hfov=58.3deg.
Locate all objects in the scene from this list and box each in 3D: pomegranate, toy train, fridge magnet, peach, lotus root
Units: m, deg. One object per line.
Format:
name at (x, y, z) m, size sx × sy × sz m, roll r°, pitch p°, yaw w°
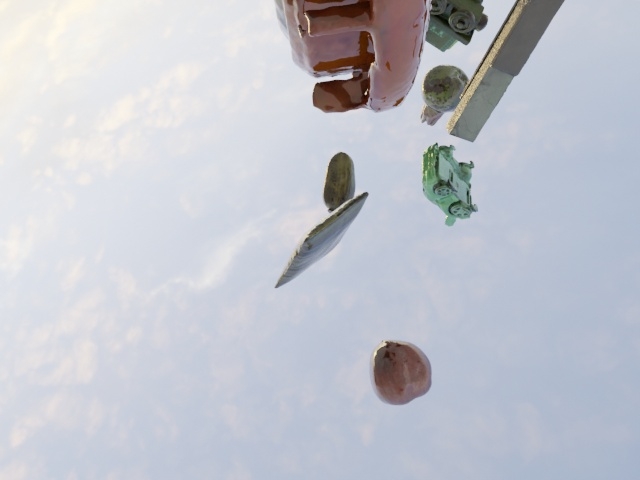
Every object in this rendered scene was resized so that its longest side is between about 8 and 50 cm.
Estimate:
pomegranate at (0.323, -0.372, 1.491) m, size 0.125 × 0.163 × 0.138 m, roll 20°, pitch -149°, yaw 31°
toy train at (0.205, -0.088, 0.938) m, size 0.081 × 0.149 × 0.099 m, roll -19°, pitch -127°, yaw 39°
fridge magnet at (0.023, -0.304, 0.544) m, size 0.155 × 0.364 × 0.364 m, roll -8°, pitch -128°, yaw 1°
peach at (0.177, 0.296, 1.322) m, size 0.151 × 0.152 × 0.152 m, roll -12°, pitch -128°, yaw 16°
toy train at (0.209, -0.455, 1.109) m, size 0.225 × 0.137 × 0.090 m, roll 29°, pitch -112°, yaw -11°
lotus root at (0.052, -0.151, 1.555) m, size 0.089 × 0.080 × 0.180 m, roll 9°, pitch -97°, yaw -6°

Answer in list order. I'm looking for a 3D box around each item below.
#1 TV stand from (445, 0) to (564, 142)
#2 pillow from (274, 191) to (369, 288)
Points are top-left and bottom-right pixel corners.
TV stand at (0.273, -0.267, 0.861) m, size 0.048 × 0.257 × 0.040 m, roll 14°, pitch -144°, yaw -18°
pillow at (0.000, 0.000, 1.235) m, size 0.052 × 0.212 × 0.208 m, roll 47°, pitch -127°, yaw 9°
